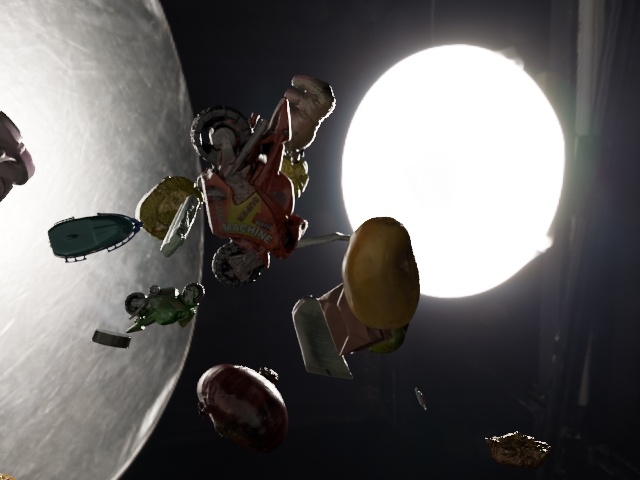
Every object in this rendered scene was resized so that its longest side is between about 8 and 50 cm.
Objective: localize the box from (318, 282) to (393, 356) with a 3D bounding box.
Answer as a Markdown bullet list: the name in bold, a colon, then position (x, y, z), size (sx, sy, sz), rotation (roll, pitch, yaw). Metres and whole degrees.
- **box**: position (0.101, 0.239, 1.525), size (0.215, 0.086, 0.215), rotation (-41, -115, 54)

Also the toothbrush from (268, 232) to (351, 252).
- **toothbrush**: position (0.000, 0.000, 1.375), size (0.035, 0.413, 0.042), rotation (-99, 180, -66)

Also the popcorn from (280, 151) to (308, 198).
- **popcorn**: position (-0.102, -0.171, 1.317), size (0.141, 0.162, 0.136), rotation (113, -44, -67)

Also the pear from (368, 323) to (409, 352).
- **pear**: position (0.223, 0.329, 1.788), size (0.255, 0.238, 0.164), rotation (21, -89, 50)

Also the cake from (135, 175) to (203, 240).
- **cake**: position (-0.581, -0.130, 1.855), size (0.260, 0.179, 0.156), rotation (-57, -154, -15)

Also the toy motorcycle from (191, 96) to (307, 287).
- **toy motorcycle**: position (-0.107, -0.067, 0.767), size (0.089, 0.171, 0.298), rotation (-119, -156, -64)

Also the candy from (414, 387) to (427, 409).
- **candy**: position (0.352, 0.555, 1.703), size (0.083, 0.020, 0.030), rotation (66, -15, 3)

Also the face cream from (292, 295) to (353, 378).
- **face cream**: position (-0.010, 0.405, 2.098), size (0.137, 0.234, 0.420), rotation (-52, -143, 25)

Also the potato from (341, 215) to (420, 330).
- **potato**: position (0.110, 0.065, 0.906), size (0.150, 0.146, 0.234), rotation (-77, 153, -60)

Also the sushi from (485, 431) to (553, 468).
- **sushi**: position (0.350, 0.368, 0.861), size (0.061, 0.118, 0.060), rotation (-161, -103, -74)

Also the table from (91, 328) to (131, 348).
- **table**: position (-0.768, 0.361, 1.787), size (0.133, 0.133, 0.043), rotation (139, -35, -77)

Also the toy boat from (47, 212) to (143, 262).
- **toy boat**: position (-0.446, -0.012, 0.976), size (0.110, 0.175, 0.091), rotation (-22, -95, 68)

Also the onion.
- **onion**: position (-0.242, 0.540, 1.646), size (0.285, 0.347, 0.348), rotation (-48, 158, -38)

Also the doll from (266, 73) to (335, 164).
- **doll**: position (-0.041, -0.276, 1.102), size (0.095, 0.192, 0.149), rotation (38, 3, 25)

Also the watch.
- **watch**: position (-0.860, -0.193, 1.194), size (0.244, 0.196, 0.231), rotation (-49, -173, 46)

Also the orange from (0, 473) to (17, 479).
- **orange**: position (-0.948, 0.755, 1.410), size (0.159, 0.159, 0.136), rotation (-174, -76, -79)

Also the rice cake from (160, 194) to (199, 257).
- **rice cake**: position (-0.389, -0.046, 1.360), size (0.085, 0.040, 0.226), rotation (-43, -155, 26)

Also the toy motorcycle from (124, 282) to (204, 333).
- **toy motorcycle**: position (-0.372, 0.163, 1.165), size (0.074, 0.190, 0.106), rotation (103, -24, -72)
